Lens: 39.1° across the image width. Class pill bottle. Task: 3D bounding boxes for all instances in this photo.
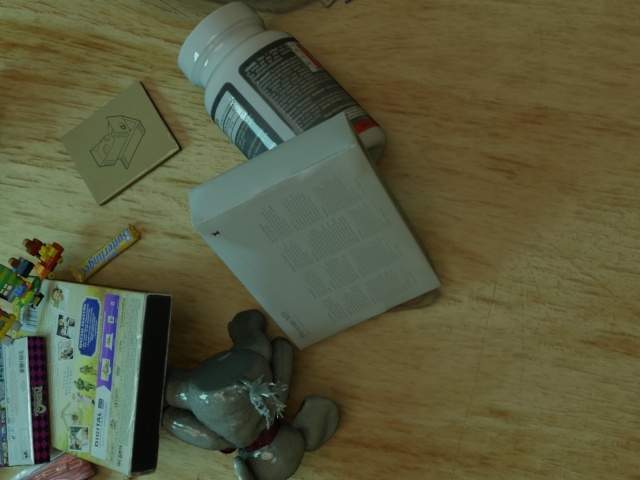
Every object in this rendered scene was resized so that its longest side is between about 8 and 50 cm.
[{"bbox_3d":[-0.073,-0.238,1.593,0.210,0.210,0.363,-43,79,7],"label":"pill bottle"}]

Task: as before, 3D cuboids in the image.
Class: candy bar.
[{"bbox_3d":[-0.419,0.026,1.757,0.161,0.018,0.040,-36,80,9],"label":"candy bar"}]

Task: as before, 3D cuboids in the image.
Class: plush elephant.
[{"bbox_3d":[-0.122,0.314,1.569,0.272,0.330,0.255,-31,118,-24],"label":"plush elephant"}]

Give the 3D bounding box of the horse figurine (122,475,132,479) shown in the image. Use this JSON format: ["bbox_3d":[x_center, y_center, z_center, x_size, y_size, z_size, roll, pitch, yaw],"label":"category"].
[{"bbox_3d":[-0.343,0.558,1.689,0.263,0.066,0.174,26,87,10],"label":"horse figurine"}]

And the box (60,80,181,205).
[{"bbox_3d":[-0.392,-0.189,1.760,0.201,0.021,0.164,-34,80,10],"label":"box"}]

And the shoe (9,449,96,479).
[{"bbox_3d":[-0.519,0.462,1.733,0.178,0.063,0.081,-33,76,5],"label":"shoe"}]

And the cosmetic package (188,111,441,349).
[{"bbox_3d":[0.000,0.000,1.495,0.284,0.377,0.097,-27,44,9],"label":"cosmetic package"}]

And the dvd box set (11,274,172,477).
[{"bbox_3d":[-0.431,0.228,1.625,0.420,0.062,0.307,3,87,43],"label":"dvd box set"}]

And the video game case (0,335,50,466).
[{"bbox_3d":[-0.581,0.305,1.684,0.210,0.042,0.232,-16,76,41],"label":"video game case"}]

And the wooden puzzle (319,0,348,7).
[{"bbox_3d":[0.015,-0.484,1.687,0.078,0.014,0.116,-37,80,13],"label":"wooden puzzle"}]

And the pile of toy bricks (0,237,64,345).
[{"bbox_3d":[-0.574,0.075,1.650,0.118,0.105,0.212,28,83,48],"label":"pile of toy bricks"}]
